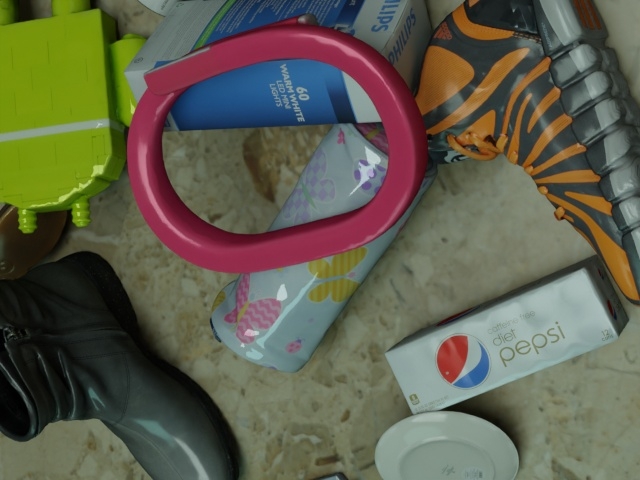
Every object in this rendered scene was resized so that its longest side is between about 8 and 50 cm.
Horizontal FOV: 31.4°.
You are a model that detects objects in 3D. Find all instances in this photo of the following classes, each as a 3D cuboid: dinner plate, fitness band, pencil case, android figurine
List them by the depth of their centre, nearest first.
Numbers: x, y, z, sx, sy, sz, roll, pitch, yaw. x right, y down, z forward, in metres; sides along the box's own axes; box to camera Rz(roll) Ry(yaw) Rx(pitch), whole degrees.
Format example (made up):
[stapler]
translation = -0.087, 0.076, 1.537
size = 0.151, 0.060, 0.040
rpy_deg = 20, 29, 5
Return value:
[fitness band]
translation = -0.046, -0.079, 1.001
size = 0.291, 0.054, 0.209
rpy_deg = -13, 108, 28
[pencil case]
translation = 0.000, 0.000, 1.110
size = 0.273, 0.113, 0.124
rpy_deg = -55, 34, 23
[dinner plate]
translation = 0.123, 0.221, 1.114
size = 0.141, 0.017, 0.141
rpy_deg = 3, 129, 4
[android figurine]
translation = -0.293, -0.145, 1.207
size = 0.248, 0.056, 0.273
rpy_deg = -9, 85, 12

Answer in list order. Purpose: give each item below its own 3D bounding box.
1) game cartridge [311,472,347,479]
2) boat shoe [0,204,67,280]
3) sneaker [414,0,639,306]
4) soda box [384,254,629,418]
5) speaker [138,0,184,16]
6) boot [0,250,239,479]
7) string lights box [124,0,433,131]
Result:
[game cartridge]
translation = 0.018, 0.291, 1.212
size = 0.056, 0.017, 0.083
rpy_deg = -21, 92, 29
[boat shoe]
translation = -0.358, 0.010, 1.291
size = 0.207, 0.073, 0.073
rpy_deg = -54, 37, 17
[sneaker]
translation = 0.196, -0.075, 1.017
size = 0.180, 0.124, 0.321
rpy_deg = -24, 79, 30
[soda box]
translation = 0.174, 0.092, 1.075
size = 0.216, 0.069, 0.074
rpy_deg = -26, 89, 25
[speaker]
translation = -0.136, -0.295, 1.142
size = 0.055, 0.055, 0.136
rpy_deg = 40, 113, 12
[boot]
translation = -0.245, 0.172, 1.188
size = 0.118, 0.223, 0.338
rpy_deg = -43, 82, 24
[string lights box]
translation = -0.037, -0.173, 1.071
size = 0.259, 0.133, 0.077
rpy_deg = 0, 131, 24
